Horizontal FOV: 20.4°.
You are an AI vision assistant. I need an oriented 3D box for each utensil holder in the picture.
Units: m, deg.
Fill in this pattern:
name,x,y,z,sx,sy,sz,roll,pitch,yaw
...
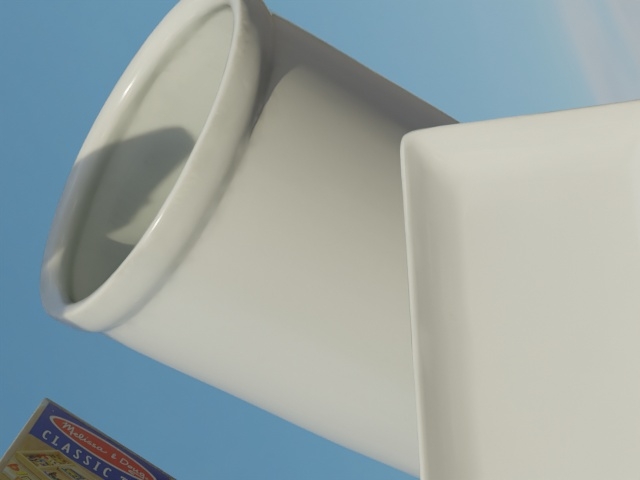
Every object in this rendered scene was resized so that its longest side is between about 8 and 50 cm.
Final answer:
name,x,y,z,sx,sy,sz,roll,pitch,yaw
utensil holder,0.000,0.000,1.571,0.385,0.327,0.327,27,-146,-21

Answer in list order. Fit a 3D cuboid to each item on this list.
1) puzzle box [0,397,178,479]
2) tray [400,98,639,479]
name,x,y,z,sx,sy,sz,roll,pitch,yaw
puzzle box,-0.020,0.258,0.920,0.409,0.052,0.272,32,-161,-4
tray,0.118,0.057,0.876,0.030,0.145,0.270,69,-163,-59
